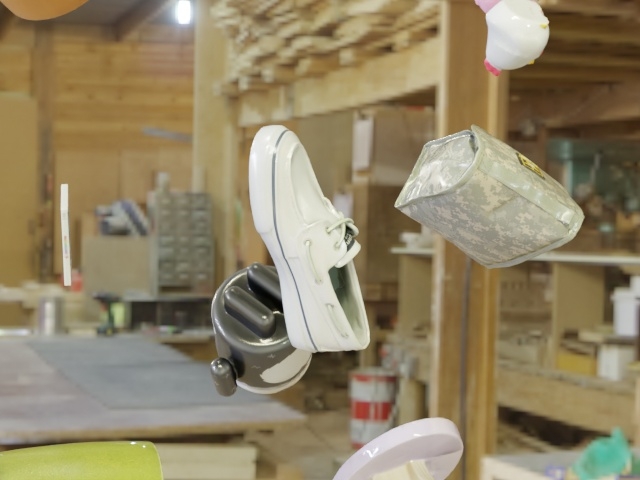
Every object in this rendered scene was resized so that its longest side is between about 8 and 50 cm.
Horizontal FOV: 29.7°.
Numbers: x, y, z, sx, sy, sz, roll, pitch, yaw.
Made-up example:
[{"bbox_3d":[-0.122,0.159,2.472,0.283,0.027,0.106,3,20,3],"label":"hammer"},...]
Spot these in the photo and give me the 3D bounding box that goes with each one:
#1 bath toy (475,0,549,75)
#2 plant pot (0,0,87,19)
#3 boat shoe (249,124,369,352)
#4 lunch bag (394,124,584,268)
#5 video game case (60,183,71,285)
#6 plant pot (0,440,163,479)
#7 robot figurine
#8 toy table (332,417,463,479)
[{"bbox_3d":[0.307,-0.392,1.999,0.151,0.129,0.348,14,39,-12],"label":"bath toy"},{"bbox_3d":[-0.506,-0.529,2.137,0.290,0.291,0.203,2,-39,21],"label":"plant pot"},{"bbox_3d":[0.000,0.000,1.060,0.075,0.226,0.083,3,37,24],"label":"boat shoe"},{"bbox_3d":[0.305,-0.079,2.128,0.235,0.169,0.287,32,-16,-16],"label":"lunch bag"},{"bbox_3d":[-0.365,-0.009,1.737,0.011,0.122,0.087,-2,27,-10],"label":"video game case"},{"bbox_3d":[-0.383,0.381,1.571,0.293,0.275,0.275,11,-2,-21],"label":"plant pot"},{"bbox_3d":[-0.094,0.153,2.060,0.209,0.174,0.278,-10,-30,-6],"label":"robot figurine"},{"bbox_3d":[0.131,0.401,1.798,0.252,0.161,0.274,-1,-39,-20],"label":"toy table"}]
